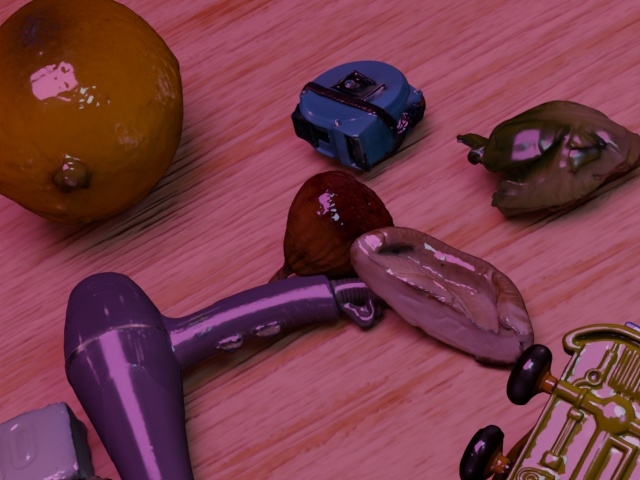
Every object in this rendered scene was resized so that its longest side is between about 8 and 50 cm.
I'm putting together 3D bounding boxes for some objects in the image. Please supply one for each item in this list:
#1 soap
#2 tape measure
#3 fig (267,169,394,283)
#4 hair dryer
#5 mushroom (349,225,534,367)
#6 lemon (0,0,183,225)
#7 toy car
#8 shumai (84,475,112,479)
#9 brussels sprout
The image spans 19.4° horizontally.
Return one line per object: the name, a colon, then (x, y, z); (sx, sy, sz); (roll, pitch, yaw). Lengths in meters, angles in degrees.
soap: (-0.334, 0.251, 1.931); (0.198, 0.063, 0.114); (-25, 43, 2)
tape measure: (0.045, -0.144, 2.101); (0.146, 0.081, 0.125); (26, 54, 38)
fig: (0.013, -0.006, 1.992); (0.119, 0.153, 0.119); (10, 63, -20)
hair dryer: (-0.076, 0.121, 1.915); (0.361, 0.121, 0.301); (-22, 53, -2)
mushroom: (0.131, 0.051, 1.883); (0.210, 0.072, 0.094); (27, 52, 16)
lemon: (-0.279, -0.153, 2.142); (0.260, 0.260, 0.284); (-35, 27, -8)
toy car: (0.243, 0.200, 1.651); (0.200, 0.142, 0.248); (30, 82, 19)
shumai: (-0.241, 0.274, 1.857); (0.124, 0.099, 0.087); (24, 45, 25)
brussels sprout: (0.241, -0.096, 1.961); (0.181, 0.100, 0.139); (-17, 25, 25)
